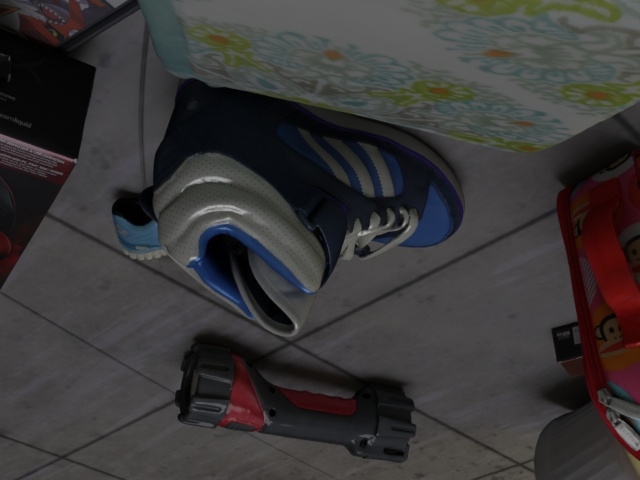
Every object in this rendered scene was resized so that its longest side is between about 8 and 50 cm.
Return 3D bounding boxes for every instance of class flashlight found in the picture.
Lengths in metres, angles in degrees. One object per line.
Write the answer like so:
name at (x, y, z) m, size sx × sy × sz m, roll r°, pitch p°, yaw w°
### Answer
flashlight at (-0.027, 0.204, 1.212) m, size 0.304 × 0.103 × 0.103 m, roll 12°, pitch 108°, yaw -21°

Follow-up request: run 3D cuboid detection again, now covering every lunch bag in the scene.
lunch bag at (0.314, 0.067, 0.856) m, size 0.120 × 0.293 × 0.258 m, roll -30°, pitch 130°, yaw 32°

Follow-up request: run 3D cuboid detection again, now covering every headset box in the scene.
headset box at (-0.329, -0.073, 0.766) m, size 0.218 × 0.110 × 0.293 m, roll 20°, pitch 138°, yaw -25°

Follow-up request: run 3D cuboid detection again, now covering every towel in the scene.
towel at (0.046, -0.149, 0.595) m, size 0.320 × 0.090 × 0.374 m, roll 11°, pitch 176°, yaw -4°

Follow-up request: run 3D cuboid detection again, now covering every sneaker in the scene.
sneaker at (-0.132, -0.023, 0.932) m, size 0.162 × 0.063 × 0.073 m, roll -8°, pitch 139°, yaw 11°
sneaker at (0.000, 0.000, 0.814) m, size 0.322 × 0.236 × 0.130 m, roll 27°, pitch 136°, yaw -30°

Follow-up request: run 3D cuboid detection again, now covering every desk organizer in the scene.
desk organizer at (0.348, 0.119, 1.128) m, size 0.130 × 0.047 × 0.050 m, roll -19°, pitch 141°, yaw 24°

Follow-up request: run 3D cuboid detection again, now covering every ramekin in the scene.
ramekin at (0.422, 0.311, 1.205) m, size 0.277 × 0.277 × 0.135 m, roll 19°, pitch 131°, yaw -23°

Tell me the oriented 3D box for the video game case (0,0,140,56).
video game case at (-0.299, -0.211, 0.705) m, size 0.274 × 0.035 × 0.248 m, roll -23°, pitch 138°, yaw 27°
